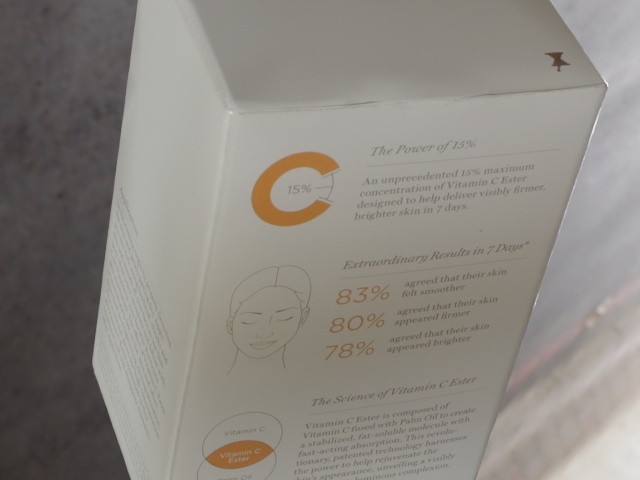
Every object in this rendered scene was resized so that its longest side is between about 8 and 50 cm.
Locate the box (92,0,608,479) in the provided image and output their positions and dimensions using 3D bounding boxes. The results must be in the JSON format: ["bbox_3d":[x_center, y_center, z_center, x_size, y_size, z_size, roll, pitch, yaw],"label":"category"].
[{"bbox_3d":[0.000,0.000,1.133,0.215,0.168,0.345,-6,134,-21],"label":"box"}]
